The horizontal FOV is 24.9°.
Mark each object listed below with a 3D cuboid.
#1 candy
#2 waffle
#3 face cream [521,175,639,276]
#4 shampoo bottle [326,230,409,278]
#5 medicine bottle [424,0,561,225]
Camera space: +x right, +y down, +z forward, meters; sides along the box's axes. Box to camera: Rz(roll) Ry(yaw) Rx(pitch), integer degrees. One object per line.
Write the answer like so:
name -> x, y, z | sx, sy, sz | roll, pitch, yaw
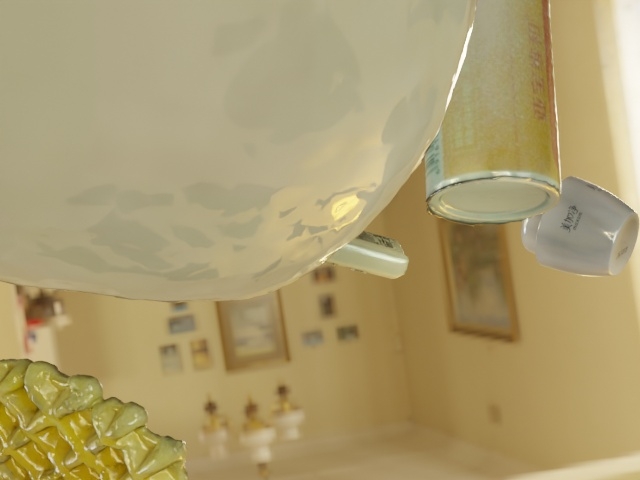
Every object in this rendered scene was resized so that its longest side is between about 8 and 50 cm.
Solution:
candy -> -0.139, -0.146, 0.439 | 0.386, 0.427, 0.186 | -29, -159, 44
waffle -> -0.194, 0.204, 1.182 | 0.261, 0.250, 0.056 | 18, -145, 28
face cream -> 0.247, -0.011, 1.377 | 0.095, 0.091, 0.091 | 21, -163, 29
shampoo bottle -> 0.000, 0.000, 1.169 | 0.141, 0.034, 0.049 | 15, -160, -17
medicine bottle -> 0.112, -0.225, 1.031 | 0.108, 0.426, 0.108 | 0, 163, 0
